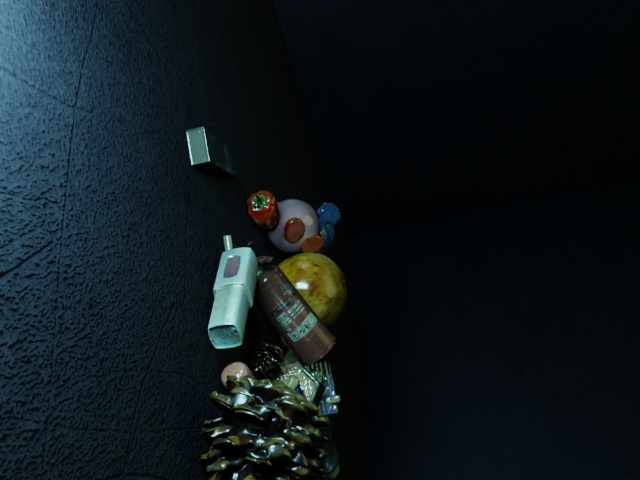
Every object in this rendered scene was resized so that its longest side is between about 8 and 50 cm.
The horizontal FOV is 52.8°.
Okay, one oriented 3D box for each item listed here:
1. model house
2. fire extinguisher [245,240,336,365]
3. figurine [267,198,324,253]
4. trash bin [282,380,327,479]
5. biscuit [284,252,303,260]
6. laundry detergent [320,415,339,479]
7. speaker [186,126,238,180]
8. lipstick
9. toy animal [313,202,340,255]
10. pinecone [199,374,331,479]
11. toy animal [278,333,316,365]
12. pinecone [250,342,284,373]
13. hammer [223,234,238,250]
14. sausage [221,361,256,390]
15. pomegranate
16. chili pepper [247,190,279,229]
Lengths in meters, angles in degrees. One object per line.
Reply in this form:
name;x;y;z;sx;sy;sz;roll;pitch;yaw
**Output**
model house;-0.042;0.379;1.656;0.183;0.172;0.167;56;25;-70
fire extinguisher;-0.089;0.145;1.574;0.337;0.147;0.106;52;53;-11
figurine;-0.086;-0.046;1.970;0.173;0.173;0.173;-11;90;-82
trash bin;-0.080;0.440;1.388;0.235;0.162;0.184;-100;175;-55
biscuit;-0.064;0.183;2.140;0.107;0.073;0.389;65;16;-59
laundry detergent;0.005;0.614;1.953;0.143;0.094;0.290;-94;170;-63
speaker;-0.243;-0.194;1.467;0.218;0.044;0.082;27;52;-80
lipstick;-0.183;0.117;1.349;0.253;0.078;0.078;-87;166;-56
toy animal;0.000;0.000;2.096;0.239;0.176;0.256;-59;136;-51
pinecone;-0.095;0.354;1.114;0.257;0.243;0.244;-84;162;-49
toy animal;-0.069;0.301;1.860;0.219;0.095;0.155;-92;173;-54
pinecone;-0.131;0.282;1.531;0.083;0.077;0.077;-41;123;-53
hammer;-0.208;0.011;1.537;0.110;0.019;0.036;44;36;-81
sausage;-0.156;0.306;1.330;0.154;0.062;0.062;69;12;-48
pomegranate;-0.039;0.151;1.848;0.248;0.248;0.248;-11;90;-82
chili pepper;-0.160;-0.094;1.795;0.192;0.084;0.086;70;-5;-73
